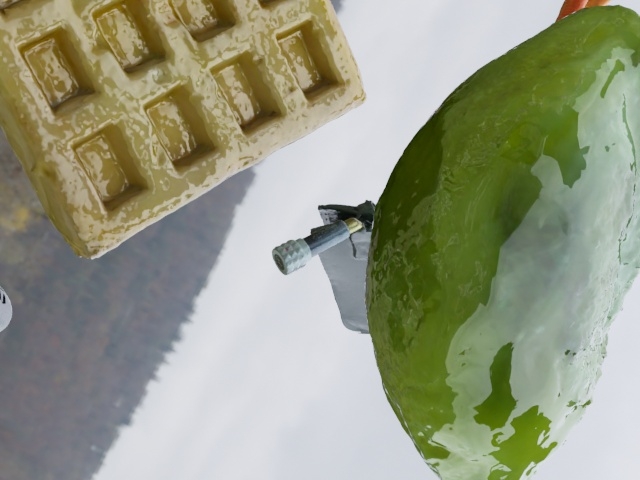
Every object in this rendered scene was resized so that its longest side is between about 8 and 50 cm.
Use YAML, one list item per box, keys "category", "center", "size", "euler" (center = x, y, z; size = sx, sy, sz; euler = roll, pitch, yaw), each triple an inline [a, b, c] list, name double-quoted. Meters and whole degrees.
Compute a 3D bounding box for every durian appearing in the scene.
- category: "durian"
  center: [0.093, 0.012, 0.512]
  size: [0.101, 0.139, 0.250]
  euler: [-150, -101, -74]

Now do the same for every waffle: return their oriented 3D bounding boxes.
- category: "waffle"
  center: [-0.106, -0.139, 0.724]
  size: [0.248, 0.221, 0.055]
  euler: [-33, -164, -21]

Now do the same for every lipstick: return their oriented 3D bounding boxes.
- category: "lipstick"
  center: [0.000, 0.000, 1.285]
  size: [0.116, 0.037, 0.037]
  euler: [-28, -179, -20]

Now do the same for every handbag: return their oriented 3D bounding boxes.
- category: "handbag"
  center: [0.128, 0.044, 1.442]
  size: [0.260, 0.247, 0.079]
  euler: [70, 32, -54]

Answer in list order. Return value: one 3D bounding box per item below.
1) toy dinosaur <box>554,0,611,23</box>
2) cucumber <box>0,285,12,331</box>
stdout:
- category: "toy dinosaur"
  center: [0.188, -0.185, 0.615]
  size: [0.117, 0.070, 0.288]
  euler: [-48, 180, 43]
- category: "cucumber"
  center: [-0.267, 0.014, 0.732]
  size: [0.284, 0.056, 0.056]
  euler: [78, 33, -68]
